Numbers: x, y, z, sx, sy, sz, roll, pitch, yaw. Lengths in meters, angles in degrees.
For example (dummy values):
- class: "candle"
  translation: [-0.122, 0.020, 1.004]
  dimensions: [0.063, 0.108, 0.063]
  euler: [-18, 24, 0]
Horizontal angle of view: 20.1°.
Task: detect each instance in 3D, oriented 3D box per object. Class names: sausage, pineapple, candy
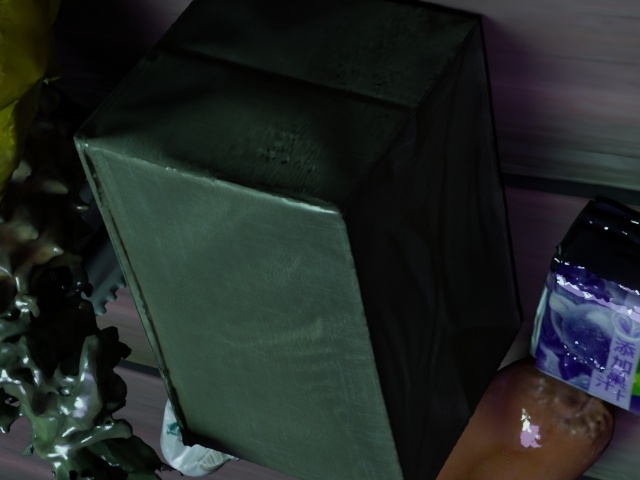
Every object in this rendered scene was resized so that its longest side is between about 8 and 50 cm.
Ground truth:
- class: "sausage"
  translation: [0.109, 0.125, 1.057]
  dimensions: [0.077, 0.077, 0.194]
  euler: [37, 146, 1]
- class: "pineapple"
  translation: [-0.180, 0.015, 0.983]
  dimensions: [0.175, 0.175, 0.361]
  euler: [-15, 110, 51]
- class: "candy"
  translation: [0.252, 0.083, 0.877]
  dimensions: [0.312, 0.061, 0.088]
  euler: [25, 143, 19]

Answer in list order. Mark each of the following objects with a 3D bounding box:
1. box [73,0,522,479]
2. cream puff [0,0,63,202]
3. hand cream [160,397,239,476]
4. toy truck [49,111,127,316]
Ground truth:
- class: "box"
  translation: [0.000, 0.000, 0.934]
  dimensions: [0.149, 0.155, 0.231]
  euler: [15, 140, 26]
- class: "cream puff"
  translation: [-0.200, -0.178, 0.729]
  dimensions: [0.274, 0.270, 0.323]
  euler: [25, 113, 1]
- class: "hand cream"
  translation: [-0.059, 0.100, 1.213]
  dimensions: [0.084, 0.050, 0.257]
  euler: [40, 145, 1]
- class: "toy truck"
  translation: [-0.236, -0.058, 1.103]
  dimensions: [0.286, 0.136, 0.111]
  euler: [32, 147, 6]
